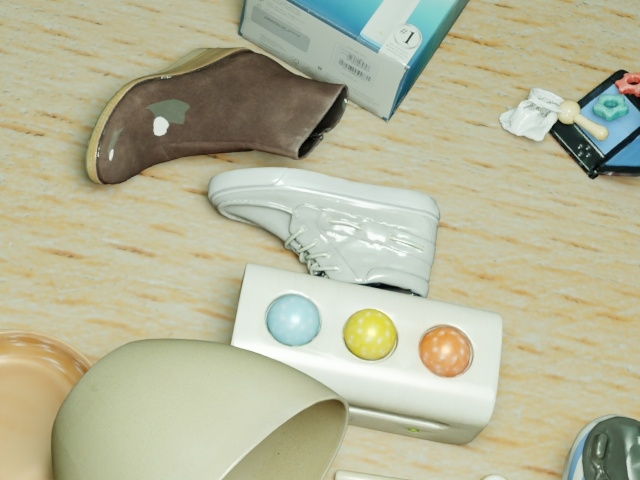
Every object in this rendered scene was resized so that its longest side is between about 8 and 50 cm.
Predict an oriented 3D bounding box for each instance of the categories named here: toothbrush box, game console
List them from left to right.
[{"bbox_3d":[0.071,-0.326,1.565,0.216,0.126,0.295,32,62,6],"label":"toothbrush box"},{"bbox_3d":[0.369,-0.143,1.551,0.144,0.085,0.124,-37,81,-24],"label":"game console"}]

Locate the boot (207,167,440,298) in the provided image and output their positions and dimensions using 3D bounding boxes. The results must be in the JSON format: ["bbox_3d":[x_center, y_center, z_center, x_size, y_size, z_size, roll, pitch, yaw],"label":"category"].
[{"bbox_3d":[0.000,0.000,1.416,0.258,0.095,0.123,7,69,-1],"label":"boot"}]

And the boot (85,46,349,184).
[{"bbox_3d":[-0.112,-0.125,1.418,0.207,0.090,0.248,20,50,28],"label":"boot"}]

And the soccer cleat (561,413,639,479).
[{"bbox_3d":[0.296,0.340,1.284,0.116,0.143,0.331,4,71,-4],"label":"soccer cleat"}]

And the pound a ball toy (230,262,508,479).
[{"bbox_3d":[0.060,0.153,1.330,0.319,0.136,0.208,12,63,-4],"label":"pound a ball toy"}]

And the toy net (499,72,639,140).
[{"bbox_3d":[0.328,-0.169,1.544,0.232,0.045,0.122,0,46,12],"label":"toy net"}]

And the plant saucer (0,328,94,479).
[{"bbox_3d":[-0.308,0.187,1.302,0.200,0.037,0.200,4,65,-8],"label":"plant saucer"}]

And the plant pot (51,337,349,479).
[{"bbox_3d":[-0.136,0.199,1.205,0.191,0.284,0.284,38,64,20],"label":"plant pot"}]
